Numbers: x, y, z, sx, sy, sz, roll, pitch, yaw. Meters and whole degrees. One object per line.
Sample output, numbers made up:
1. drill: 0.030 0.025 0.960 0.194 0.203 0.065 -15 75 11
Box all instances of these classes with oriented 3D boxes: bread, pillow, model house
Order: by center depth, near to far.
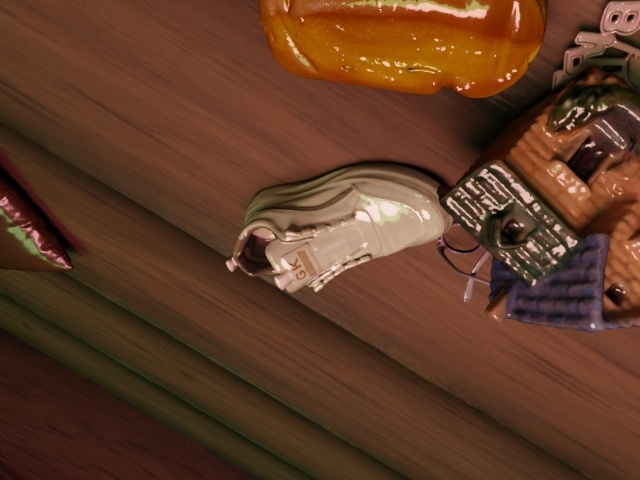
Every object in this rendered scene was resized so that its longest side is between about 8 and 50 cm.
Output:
1. model house: 0.203 -0.009 0.353 0.183 0.172 0.166 46 174 -1
2. bread: 0.062 -0.190 0.356 0.245 0.094 0.102 15 142 16
3. pillow: -0.754 -0.049 0.945 0.305 0.108 0.308 -1 130 28

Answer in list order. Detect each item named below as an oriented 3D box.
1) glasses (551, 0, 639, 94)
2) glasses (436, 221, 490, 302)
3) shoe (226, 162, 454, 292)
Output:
1. glasses: 0.253 -0.155 0.281 0.162 0.095 0.256 13 135 33
2. glasses: 0.181 0.014 0.477 0.062 0.104 0.140 37 142 -11
3. shoe: 0.000 0.000 0.529 0.316 0.159 0.124 -4 128 36
